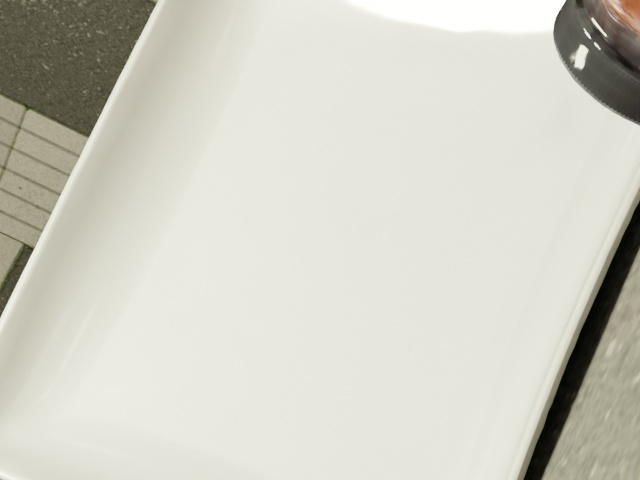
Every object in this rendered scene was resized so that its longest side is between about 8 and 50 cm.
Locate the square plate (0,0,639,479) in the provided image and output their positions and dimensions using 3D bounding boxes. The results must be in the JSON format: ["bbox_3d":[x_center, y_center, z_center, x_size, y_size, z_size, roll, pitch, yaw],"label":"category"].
[{"bbox_3d":[0.000,0.000,0.799,0.347,0.049,0.344,16,76,41],"label":"square plate"}]

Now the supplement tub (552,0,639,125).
[{"bbox_3d":[0.154,-0.125,0.538,0.198,0.106,0.106,-59,8,42],"label":"supplement tub"}]
